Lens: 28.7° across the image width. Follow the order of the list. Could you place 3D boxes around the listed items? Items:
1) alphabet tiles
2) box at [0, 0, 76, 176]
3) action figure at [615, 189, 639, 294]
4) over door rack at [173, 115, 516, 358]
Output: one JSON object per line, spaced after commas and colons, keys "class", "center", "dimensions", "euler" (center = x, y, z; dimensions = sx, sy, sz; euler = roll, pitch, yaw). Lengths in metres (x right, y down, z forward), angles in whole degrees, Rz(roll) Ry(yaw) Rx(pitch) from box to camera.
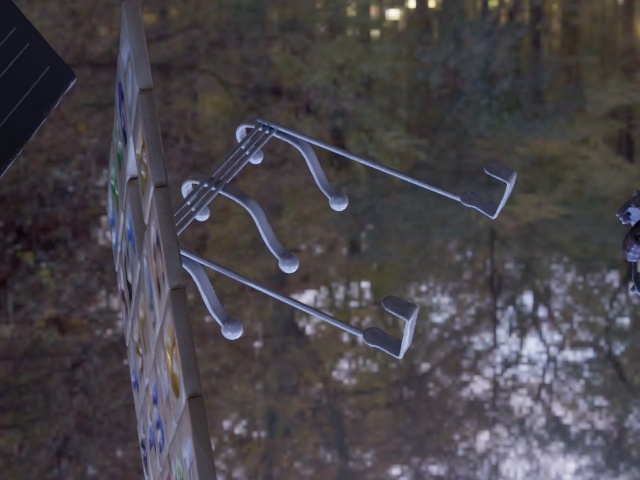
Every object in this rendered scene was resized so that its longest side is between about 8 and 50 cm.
{"class": "alphabet tiles", "center": [-0.069, 0.053, 0.524], "dimensions": [0.009, 0.237, 0.198], "euler": [-6, 159, -14]}
{"class": "box", "center": [-0.365, -0.088, 0.631], "dimensions": [0.343, 0.312, 0.179], "euler": [-24, -153, 31]}
{"class": "action figure", "center": [0.307, 0.043, 0.972], "dimensions": [0.099, 0.185, 0.285], "euler": [-39, -170, -6]}
{"class": "over door rack", "center": [0.000, 0.000, 1.249], "dimensions": [0.324, 0.108, 0.239], "euler": [15, -135, 26]}
